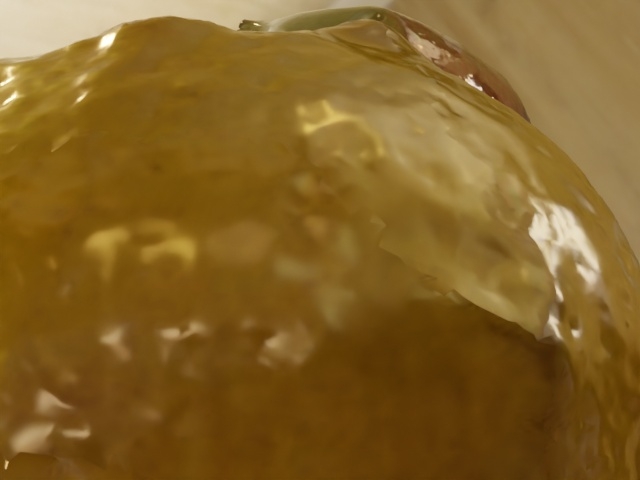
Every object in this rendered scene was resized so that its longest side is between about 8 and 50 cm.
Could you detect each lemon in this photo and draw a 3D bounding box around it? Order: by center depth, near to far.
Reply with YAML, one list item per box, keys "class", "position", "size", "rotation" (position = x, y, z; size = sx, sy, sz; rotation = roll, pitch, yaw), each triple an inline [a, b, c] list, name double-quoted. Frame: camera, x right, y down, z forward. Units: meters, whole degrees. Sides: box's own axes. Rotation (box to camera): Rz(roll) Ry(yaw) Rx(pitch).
- class: "lemon"
  position: [-0.028, 0.051, 0.522]
  size: [0.288, 0.233, 0.233]
  rotation: [2, -20, 7]

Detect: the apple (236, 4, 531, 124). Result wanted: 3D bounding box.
- class: "apple"
  position: [0.000, 0.000, 0.781]
  size: [0.174, 0.188, 0.207]
  rotation: [19, -18, -20]
